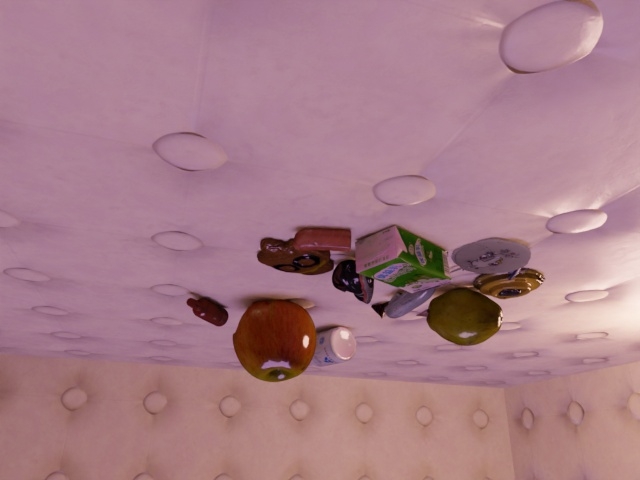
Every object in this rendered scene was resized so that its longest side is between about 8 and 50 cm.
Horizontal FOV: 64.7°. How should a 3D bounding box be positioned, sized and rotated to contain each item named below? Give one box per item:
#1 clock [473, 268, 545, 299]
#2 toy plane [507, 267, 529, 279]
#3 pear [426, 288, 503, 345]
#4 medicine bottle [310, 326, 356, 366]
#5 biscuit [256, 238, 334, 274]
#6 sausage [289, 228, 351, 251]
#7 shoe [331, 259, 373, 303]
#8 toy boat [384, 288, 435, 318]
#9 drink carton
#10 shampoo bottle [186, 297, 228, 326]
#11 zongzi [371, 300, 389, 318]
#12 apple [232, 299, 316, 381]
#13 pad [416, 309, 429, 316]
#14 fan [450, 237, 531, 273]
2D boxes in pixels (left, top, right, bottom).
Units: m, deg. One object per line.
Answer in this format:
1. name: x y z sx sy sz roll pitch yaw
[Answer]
1. clock: 0.652 0.160 1.752 0.237 0.056 0.237 0 155 0
2. toy plane: 0.628 0.096 1.628 0.079 0.031 0.083 11 134 -19
3. pear: 0.521 0.278 1.838 0.269 0.212 0.212 3 159 23
4. medicine bottle: 0.024 0.527 2.474 0.170 0.170 0.293 18 152 -33
5. biscuit: -0.075 0.057 1.572 0.209 0.041 0.290 -19 149 37
6. sausage: 0.000 -0.001 1.413 0.170 0.065 0.065 2 156 -4
7. shoe: 0.104 0.132 1.634 0.137 0.114 0.291 5 161 5
8. toy boat: 0.332 0.206 1.859 0.078 0.085 0.260 14 142 -28
9. drink carton: 0.244 0.062 1.485 0.271 0.108 0.161 23 146 -37
10. shampoo bottle: -0.463 0.284 2.051 0.086 0.085 0.244 -6 157 16
11. zongzi: 0.246 0.286 2.038 0.067 0.073 0.083 28 148 -12
12. apple: -0.186 0.403 2.044 0.340 0.339 0.339 1 156 0
13. pad: 0.495 0.303 2.145 0.113 0.006 0.187 6 157 -14
14. fan: 0.474 0.084 1.611 0.233 0.012 0.415 24 148 -26
